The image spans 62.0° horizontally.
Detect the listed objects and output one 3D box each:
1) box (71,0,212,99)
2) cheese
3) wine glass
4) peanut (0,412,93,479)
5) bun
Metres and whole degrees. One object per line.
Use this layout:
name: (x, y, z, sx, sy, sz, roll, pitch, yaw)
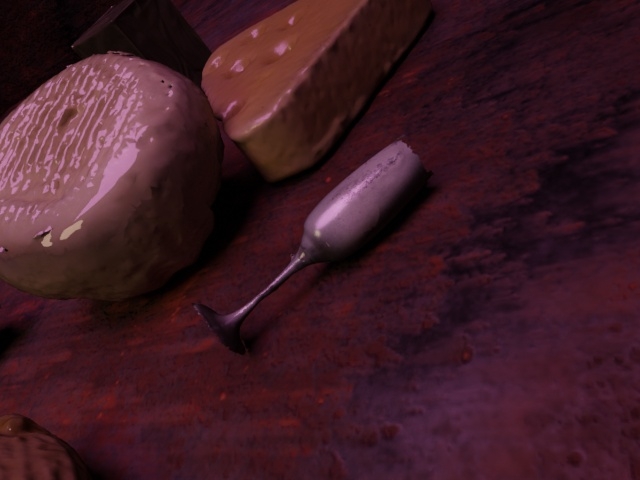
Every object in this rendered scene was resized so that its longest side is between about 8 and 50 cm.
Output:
box: (-0.328, -0.355, 1.060, 0.149, 0.231, 0.155, -7, 46, 39)
cheese: (-0.054, -0.259, 0.810, 0.384, 0.104, 0.383, -24, 39, 21)
wine glass: (0.000, 0.000, 0.511, 0.262, 0.074, 0.074, -42, 35, -3)
peanut: (-0.237, 0.243, 0.400, 0.152, 0.152, 0.313, -49, 36, -13)
bun: (-0.282, -0.071, 0.718, 0.360, 0.211, 0.359, -13, 61, 23)
